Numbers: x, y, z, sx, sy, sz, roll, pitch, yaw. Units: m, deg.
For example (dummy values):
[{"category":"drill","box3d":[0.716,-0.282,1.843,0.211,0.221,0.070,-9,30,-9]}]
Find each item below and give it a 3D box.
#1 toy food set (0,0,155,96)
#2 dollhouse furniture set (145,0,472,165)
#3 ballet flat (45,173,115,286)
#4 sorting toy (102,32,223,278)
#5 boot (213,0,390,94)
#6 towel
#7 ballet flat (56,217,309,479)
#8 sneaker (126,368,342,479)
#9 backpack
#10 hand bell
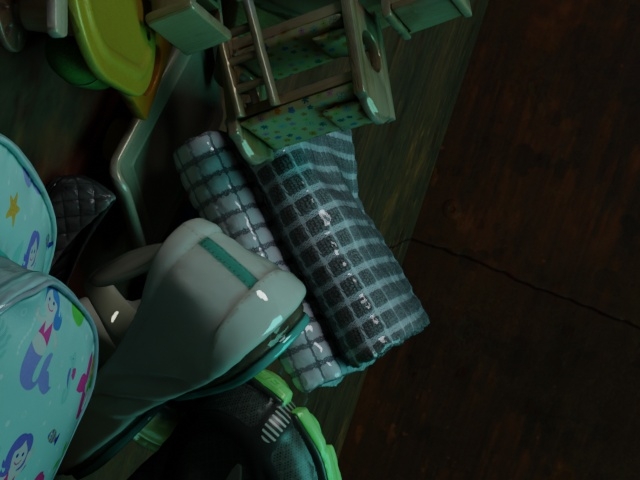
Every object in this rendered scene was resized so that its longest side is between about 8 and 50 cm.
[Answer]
[{"category":"toy food set","box3d":[-0.165,-0.159,0.839,0.218,0.071,0.128,28,58,-80]},{"category":"dollhouse furniture set","box3d":[-0.002,-0.142,0.927,0.161,0.181,0.101,33,45,-58]},{"category":"ballet flat","box3d":[-0.202,0.034,1.001,0.057,0.049,0.173,-18,127,-74]},{"category":"sorting toy","box3d":[-0.137,-0.090,1.117,0.348,0.047,0.196,88,19,-63]},{"category":"boot","box3d":[0.006,-0.261,1.082,0.295,0.104,0.211,-27,-134,51]},{"category":"towel","box3d":[0.000,0.000,1.158,0.121,0.235,0.283,-31,176,10]},{"category":"ballet flat","box3d":[-0.146,0.082,1.056,0.400,0.139,0.139,-36,-158,54]},{"category":"sneaker","box3d":[-0.153,0.299,1.106,0.483,0.185,0.202,-52,165,26]},{"category":"backpack","box3d":[-0.220,0.057,0.652,0.225,0.191,0.254,76,30,-68]},{"category":"hand bell","box3d":[-0.124,0.097,1.402,0.242,0.126,0.126,-76,176,-45]}]
